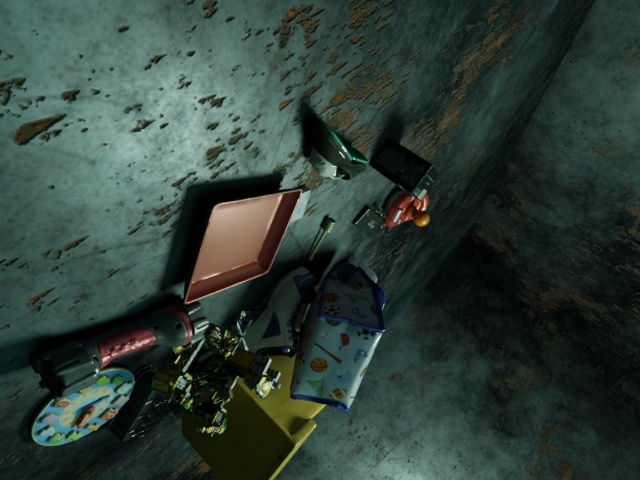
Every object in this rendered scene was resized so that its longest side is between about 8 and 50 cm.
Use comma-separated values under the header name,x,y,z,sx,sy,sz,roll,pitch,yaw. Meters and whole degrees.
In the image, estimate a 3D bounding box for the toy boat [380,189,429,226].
name,x,y,z,sx,sy,sz,roll,pitch,yaw
toy boat,0.348,-0.111,1.590,0.231,0.151,0.151,-23,146,-48

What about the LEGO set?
name,x,y,z,sx,sy,sz,roll,pitch,yaw
LEGO set,-0.230,0.350,1.036,0.255,0.192,0.331,-57,147,-40

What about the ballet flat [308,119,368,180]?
name,x,y,z,sx,sy,sz,roll,pitch,yaw
ballet flat,0.035,-0.189,0.974,0.096,0.095,0.280,-43,160,15

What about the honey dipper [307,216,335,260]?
name,x,y,z,sx,sy,sz,roll,pitch,yaw
honey dipper,0.000,0.000,1.274,0.030,0.030,0.160,-19,144,-52

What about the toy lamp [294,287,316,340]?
name,x,y,z,sx,sy,sz,roll,pitch,yaw
toy lamp,-0.073,0.278,1.501,0.080,0.080,0.274,-32,151,-38

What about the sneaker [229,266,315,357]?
name,x,y,z,sx,sy,sz,roll,pitch,yaw
sneaker,-0.109,0.246,1.249,0.315,0.182,0.127,-43,158,-18

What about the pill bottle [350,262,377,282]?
name,x,y,z,sx,sy,sz,roll,pitch,yaw
pill bottle,0.103,0.245,1.643,0.182,0.181,0.322,-25,146,-46

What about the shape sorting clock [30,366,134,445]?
name,x,y,z,sx,sy,sz,roll,pitch,yaw
shape sorting clock,-0.492,0.352,0.882,0.206,0.040,0.206,-41,156,-23

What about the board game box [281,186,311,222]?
name,x,y,z,sx,sy,sz,roll,pitch,yaw
board game box,-0.069,-0.082,1.029,0.090,0.020,0.090,-27,148,-43

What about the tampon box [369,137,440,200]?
name,x,y,z,sx,sy,sz,roll,pitch,yaw
tampon box,0.251,-0.211,1.244,0.101,0.161,0.120,-55,156,12

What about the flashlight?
name,x,y,z,sx,sy,sz,roll,pitch,yaw
flashlight,-0.360,0.201,0.804,0.103,0.103,0.304,-24,179,33

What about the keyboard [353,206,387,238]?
name,x,y,z,sx,sy,sz,roll,pitch,yaw
keyboard,0.185,-0.071,1.483,0.108,0.023,0.180,-47,149,8

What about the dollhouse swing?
name,x,y,z,sx,sy,sz,roll,pitch,yaw
dollhouse swing,-0.191,0.526,1.321,0.315,0.347,0.305,-53,161,7

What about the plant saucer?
name,x,y,z,sx,sy,sz,roll,pitch,yaw
plant saucer,-0.177,-0.003,0.916,0.259,0.048,0.258,-19,142,-51

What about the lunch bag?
name,x,y,z,sx,sy,sz,roll,pitch,yaw
lunch bag,0.058,0.285,1.353,0.385,0.239,0.327,-87,-164,-69

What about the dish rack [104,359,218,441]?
name,x,y,z,sx,sy,sz,roll,pitch,yaw
dish rack,-0.398,0.401,1.100,0.208,0.074,0.271,-56,159,15
